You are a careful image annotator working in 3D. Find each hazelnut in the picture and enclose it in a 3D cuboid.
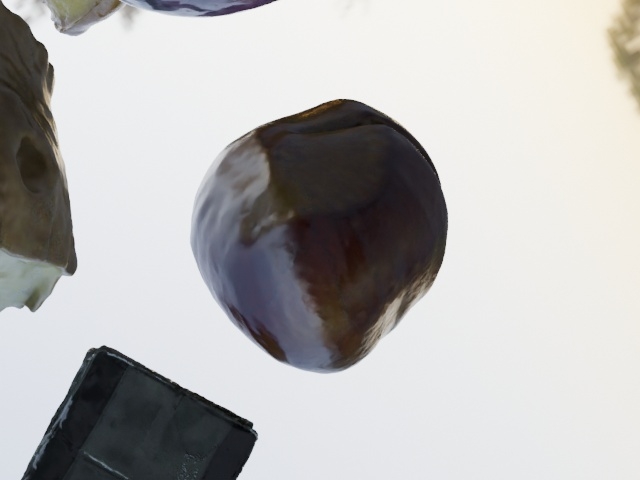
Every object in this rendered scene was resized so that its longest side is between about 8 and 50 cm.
[{"bbox_3d":[0.000,0.000,1.303,0.217,0.217,0.251,54,-154,-19],"label":"hazelnut"}]

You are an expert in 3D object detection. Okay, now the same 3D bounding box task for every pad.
[{"bbox_3d":[-0.182,0.227,1.378,0.174,0.233,0.022,29,170,1],"label":"pad"}]

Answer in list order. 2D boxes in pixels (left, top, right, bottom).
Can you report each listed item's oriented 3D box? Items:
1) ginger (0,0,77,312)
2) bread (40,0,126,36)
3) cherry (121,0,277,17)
[{"bbox_3d":[-0.224,-0.044,0.654,0.221,0.276,0.130,-57,-26,-27],"label":"ginger"},{"bbox_3d":[-0.264,-0.382,1.921,0.146,0.268,0.268,40,-156,-26],"label":"bread"},{"bbox_3d":[-0.051,-0.212,0.863,0.195,0.195,0.195,52,-162,-25],"label":"cherry"}]
